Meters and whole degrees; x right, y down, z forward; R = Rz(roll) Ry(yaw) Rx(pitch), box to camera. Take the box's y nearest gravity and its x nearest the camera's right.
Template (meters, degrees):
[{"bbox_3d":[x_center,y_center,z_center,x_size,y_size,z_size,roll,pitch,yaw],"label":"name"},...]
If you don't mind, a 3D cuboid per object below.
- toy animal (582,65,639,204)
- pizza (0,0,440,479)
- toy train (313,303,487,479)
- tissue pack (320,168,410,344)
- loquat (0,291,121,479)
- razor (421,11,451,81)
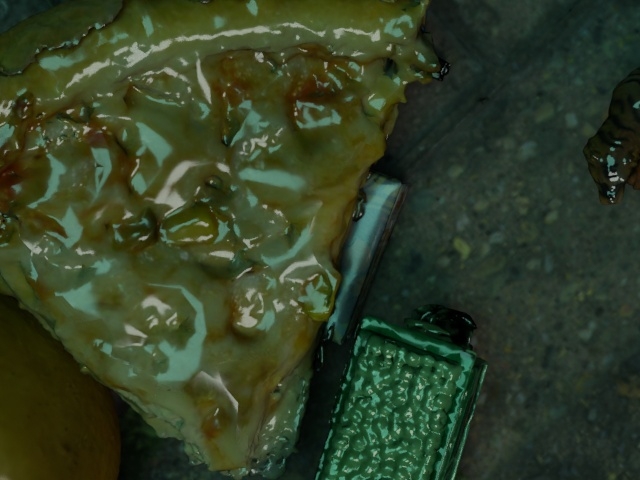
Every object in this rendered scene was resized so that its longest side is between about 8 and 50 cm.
[{"bbox_3d":[0.329,-0.107,1.297,0.255,0.116,0.114,-12,89,15],"label":"toy animal"},{"bbox_3d":[-0.137,-0.052,1.307,0.392,0.080,0.435,17,93,-12],"label":"pizza"},{"bbox_3d":[0.054,0.182,1.357,0.115,0.154,0.269,18,96,17],"label":"toy train"},{"bbox_3d":[0.000,0.000,1.417,0.108,0.060,0.148,23,98,12],"label":"tissue pack"},{"bbox_3d":[-0.311,0.162,1.386,0.276,0.276,0.284,-15,116,15],"label":"loquat"},{"bbox_3d":[0.098,-0.265,1.397,0.082,0.042,0.253,14,95,-28],"label":"razor"}]
